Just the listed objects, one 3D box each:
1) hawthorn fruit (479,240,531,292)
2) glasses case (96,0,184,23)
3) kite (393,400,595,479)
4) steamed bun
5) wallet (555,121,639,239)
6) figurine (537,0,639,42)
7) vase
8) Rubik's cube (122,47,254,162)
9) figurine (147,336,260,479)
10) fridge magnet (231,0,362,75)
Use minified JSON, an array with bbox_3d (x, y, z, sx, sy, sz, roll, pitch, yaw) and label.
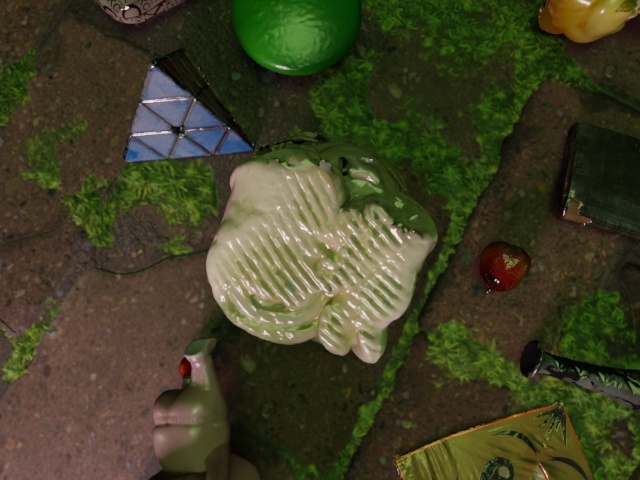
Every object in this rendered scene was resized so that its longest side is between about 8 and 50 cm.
[{"bbox_3d":[0.276,0.039,0.684,0.077,0.077,0.077,0,82,-2],"label":"hawthorn fruit"},{"bbox_3d":[-0.216,-0.486,0.736,0.354,0.085,0.137,-37,84,-6],"label":"glasses case"},{"bbox_3d":[0.288,0.386,0.662,0.377,0.013,0.328,29,81,5],"label":"kite"},{"bbox_3d":[0.000,0.000,0.626,0.267,0.207,0.280,20,108,1],"label":"steamed bun"},{"bbox_3d":[0.540,-0.074,0.721,0.316,0.044,0.169,16,80,0],"label":"wallet"},{"bbox_3d":[0.481,-0.386,0.728,0.246,0.131,0.156,5,47,0],"label":"figurine"},{"bbox_3d":[0.388,0.198,0.671,0.166,0.059,0.059,16,82,1],"label":"vase"},{"bbox_3d":[-0.223,-0.161,0.705,0.178,0.211,0.190,-39,110,15],"label":"Rubik's cube"},{"bbox_3d":[-0.145,0.277,0.570,0.176,0.186,0.288,-20,64,25],"label":"figurine"},{"bbox_3d":[-0.037,-0.359,0.722,0.207,0.088,0.208,0,82,-1],"label":"fridge magnet"}]
